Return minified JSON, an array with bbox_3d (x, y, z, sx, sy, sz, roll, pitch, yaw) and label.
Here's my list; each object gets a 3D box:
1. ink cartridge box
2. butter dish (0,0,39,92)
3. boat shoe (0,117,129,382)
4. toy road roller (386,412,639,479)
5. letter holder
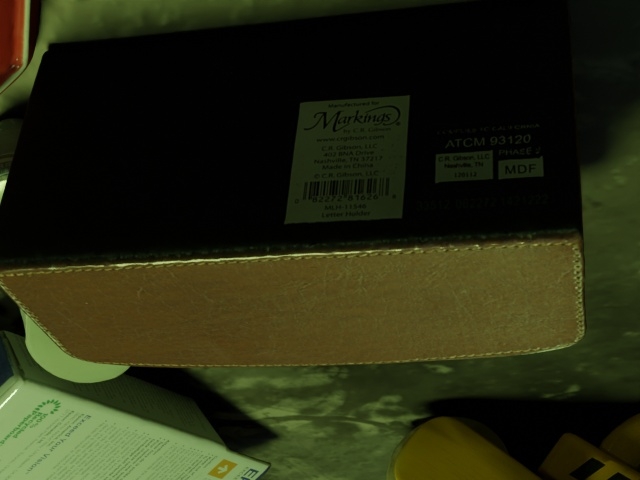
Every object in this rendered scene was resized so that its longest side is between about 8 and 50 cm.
[{"bbox_3d":[-0.259,0.246,0.963,0.324,0.071,0.330,-43,143,10],"label":"ink cartridge box"},{"bbox_3d":[-0.221,-0.118,0.530,0.118,0.160,0.160,31,145,4],"label":"butter dish"},{"bbox_3d":[-0.176,0.010,0.745,0.079,0.081,0.228,-10,138,-2],"label":"boat shoe"},{"bbox_3d":[0.248,0.239,0.960,0.329,0.240,0.202,30,162,36],"label":"toy road roller"},{"bbox_3d":[0.000,0.000,0.642,0.301,0.152,0.214,-3,147,13],"label":"letter holder"}]
